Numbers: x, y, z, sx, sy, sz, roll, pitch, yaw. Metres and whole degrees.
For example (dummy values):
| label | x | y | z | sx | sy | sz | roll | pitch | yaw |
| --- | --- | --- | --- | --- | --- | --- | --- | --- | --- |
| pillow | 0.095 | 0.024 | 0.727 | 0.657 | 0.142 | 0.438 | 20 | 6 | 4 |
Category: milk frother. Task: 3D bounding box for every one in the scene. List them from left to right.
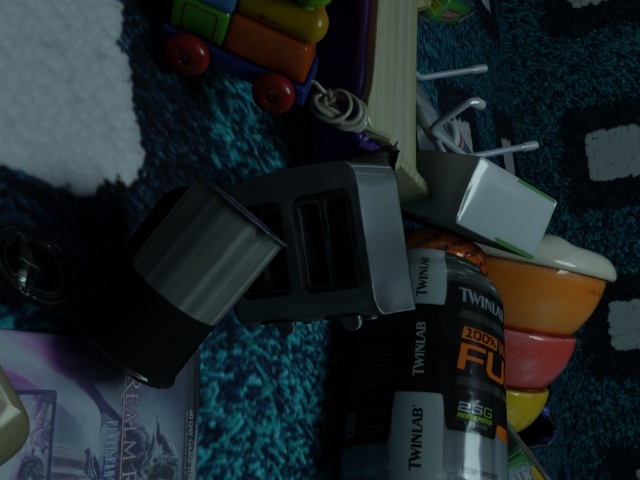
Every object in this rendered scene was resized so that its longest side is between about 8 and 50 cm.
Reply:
| label | x | y | z | sx | sy | sz | roll | pitch | yaw |
| --- | --- | --- | --- | --- | --- | --- | --- | --- | --- |
| milk frother | -0.124 | 0.007 | 0.422 | 0.135 | 0.129 | 0.143 | -51 | 149 | -1 |

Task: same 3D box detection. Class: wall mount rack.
| label | x | y | z | sx | sy | sz | roll | pitch | yaw |
| --- | --- | --- | --- | --- | --- | --- | --- | --- | --- |
| wall mount rack | 0.248 | -0.257 | 1.100 | 0.304 | 0.130 | 0.350 | 14 | 47 | -56 |

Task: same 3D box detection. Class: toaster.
| label | x | y | z | sx | sy | sz | roll | pitch | yaw |
| --- | --- | --- | --- | --- | --- | --- | --- | --- | --- |
| toaster | 0.000 | 0.000 | 0.635 | 0.110 | 0.168 | 0.186 | -7 | 89 | -62 |

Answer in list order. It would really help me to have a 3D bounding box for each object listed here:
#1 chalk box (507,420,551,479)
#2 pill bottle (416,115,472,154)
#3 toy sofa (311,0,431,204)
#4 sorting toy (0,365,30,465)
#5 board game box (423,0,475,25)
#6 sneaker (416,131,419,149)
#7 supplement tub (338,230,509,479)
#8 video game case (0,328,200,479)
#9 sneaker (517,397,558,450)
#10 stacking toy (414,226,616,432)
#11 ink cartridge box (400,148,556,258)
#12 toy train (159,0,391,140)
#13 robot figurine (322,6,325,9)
| label | x | y | z | sx | sy | sz | roll | pitch | yaw |
| --- | --- | --- | --- | --- | --- | --- | --- | --- | --- |
| chalk box | 0.260 | 0.353 | 0.938 | 0.213 | 0.132 | 0.132 | 51 | 8 | -17 |
| pill bottle | 0.252 | -0.160 | 1.230 | 0.180 | 0.108 | 0.108 | 39 | 49 | -52 |
| toy sofa | 0.047 | -0.228 | 0.815 | 0.177 | 0.150 | 0.362 | 34 | 52 | -49 |
| sorting toy | -0.269 | 0.072 | 0.204 | 0.307 | 0.041 | 0.229 | -40 | 114 | -54 |
| board game box | 0.137 | -0.513 | 1.047 | 0.317 | 0.046 | 0.213 | 55 | 30 | 2 |
| sneaker | 0.110 | -0.186 | 1.010 | 0.106 | 0.101 | 0.267 | -56 | 136 | -76 |
| supplement tub | 0.140 | 0.172 | 0.810 | 0.207 | 0.207 | 0.338 | 45 | 44 | -49 |
| video game case | -0.178 | 0.162 | 0.405 | 0.274 | 0.026 | 0.196 | 23 | 62 | -58 |
| sneaker | 0.413 | 0.370 | 1.302 | 0.315 | 0.182 | 0.127 | -32 | 112 | -61 |
| stacking toy | 0.294 | 0.221 | 1.078 | 0.350 | 0.350 | 0.480 | 14 | 87 | -61 |
| ink cartridge box | 0.186 | -0.060 | 0.861 | 0.160 | 0.219 | 0.092 | 21 | 90 | -31 |
| toy train | -0.015 | -0.196 | 0.566 | 0.248 | 0.143 | 0.105 | 23 | 50 | -7 |
| robot figurine | -0.053 | -0.343 | 0.681 | 0.128 | 0.158 | 0.219 | 168 | -86 | -83 |
